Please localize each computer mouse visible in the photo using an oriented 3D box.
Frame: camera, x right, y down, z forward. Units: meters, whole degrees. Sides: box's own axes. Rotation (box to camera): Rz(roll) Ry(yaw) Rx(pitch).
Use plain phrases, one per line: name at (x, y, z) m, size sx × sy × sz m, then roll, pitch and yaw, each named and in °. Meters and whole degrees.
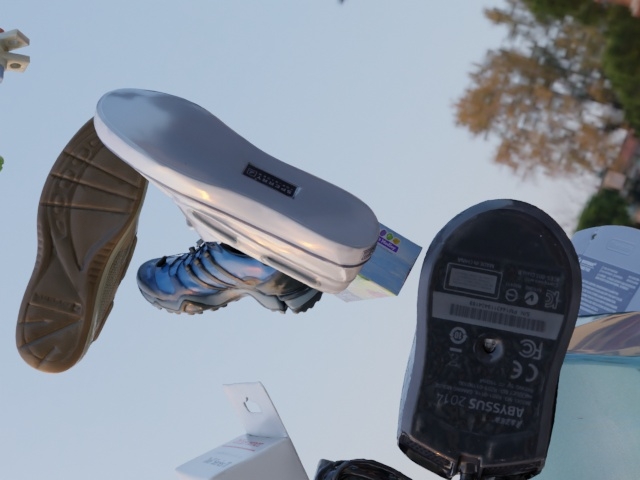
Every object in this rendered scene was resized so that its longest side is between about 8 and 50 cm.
computer mouse at (0.114, 0.101, 0.850) m, size 0.072 × 0.189 × 0.272 m, roll -6°, pitch -69°, yaw -82°

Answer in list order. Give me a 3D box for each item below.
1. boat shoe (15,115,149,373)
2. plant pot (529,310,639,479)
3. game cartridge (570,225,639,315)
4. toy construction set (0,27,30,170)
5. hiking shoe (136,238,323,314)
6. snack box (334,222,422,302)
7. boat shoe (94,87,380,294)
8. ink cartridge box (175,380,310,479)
boat shoe at (-0.295, -0.003, 1.420) m, size 0.110 × 0.122 × 0.341 m, roll -30°, pitch -39°, yaw -83°
plant pot at (0.291, 0.163, 1.113) m, size 0.166 × 0.234 × 0.165 m, roll -18°, pitch -91°, yaw -31°
game cartridge at (0.401, 0.075, 1.554) m, size 0.196 × 0.060 × 0.294 m, roll -62°, pitch 15°, yaw 2°
toy construction set at (-0.532, -0.175, 1.594) m, size 0.151 × 0.215 × 0.327 m, roll 37°, pitch -135°, yaw -40°
hiking shoe at (-0.133, 0.022, 1.545) m, size 0.113 × 0.304 × 0.132 m, roll -58°, pitch -43°, yaw -48°
snack box at (0.000, 0.000, 1.290) m, size 0.070 × 0.175 × 0.207 m, roll -62°, pitch 11°, yaw -12°
boat shoe at (-0.079, -0.034, 0.931) m, size 0.095 × 0.258 × 0.084 m, roll -53°, pitch -8°, yaw -49°
ink cartridge box at (-0.074, 0.362, 1.421) m, size 0.119 × 0.353 × 0.207 m, roll -25°, pitch 0°, yaw -21°
